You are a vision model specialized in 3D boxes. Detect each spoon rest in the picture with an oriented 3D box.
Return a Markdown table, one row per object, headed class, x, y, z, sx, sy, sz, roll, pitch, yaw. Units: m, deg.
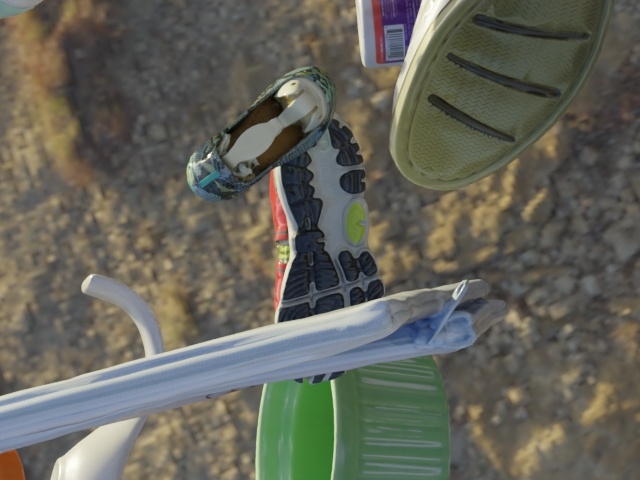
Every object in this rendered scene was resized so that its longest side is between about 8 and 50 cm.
| class | x | y | z | sx | sy | sz | roll | pitch | yaw |
| --- | --- | --- | --- | --- | --- | --- | --- | --- | --- |
| spoon rest | -0.191 | 0.173 | 1.546 | 0.137 | 0.084 | 0.276 | 152 | 126 | -73 |

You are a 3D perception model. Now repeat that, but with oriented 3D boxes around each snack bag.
| class | x | y | z | sx | sy | sz | roll | pitch | yaw |
| --- | --- | --- | --- | --- | --- | --- | --- | --- | --- |
| snack bag | -0.069 | 0.077 | 0.938 | 0.323 | 0.342 | 0.037 | -15 | 87 | 11 |

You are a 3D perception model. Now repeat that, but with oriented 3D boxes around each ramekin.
| class | x | y | z | sx | sy | sz | roll | pitch | yaw |
| --- | --- | --- | --- | --- | --- | --- | --- | --- | --- |
| ramekin | 0.037 | 0.245 | 2.014 | 0.303 | 0.148 | 0.303 | -175 | 90 | -72 |

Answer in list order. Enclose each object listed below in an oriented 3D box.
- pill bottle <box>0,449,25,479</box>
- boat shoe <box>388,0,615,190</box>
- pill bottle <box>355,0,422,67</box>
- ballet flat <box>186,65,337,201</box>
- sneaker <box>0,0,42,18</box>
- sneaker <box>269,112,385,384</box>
| class | x | y | z | sx | sy | sz | roll | pitch | yaw |
| --- | --- | --- | --- | --- | --- | --- | --- | --- | --- |
| pill bottle | -0.361 | 0.205 | 1.366 | 0.130 | 0.245 | 0.130 | -12 | 76 | 59 |
| boat shoe | 0.125 | -0.176 | 1.073 | 0.302 | 0.113 | 0.103 | -63 | 26 | 21 |
| pill bottle | 0.142 | -0.270 | 2.082 | 0.108 | 0.193 | 0.108 | 174 | 90 | -89 |
| ballet flat | -0.037 | -0.098 | 1.507 | 0.070 | 0.188 | 0.070 | 29 | 145 | 23 |
| sneaker | -0.345 | -0.315 | 1.582 | 0.151 | 0.094 | 0.256 | -15 | 100 | 58 |
| sneaker | 0.000 | 0.000 | 1.659 | 0.118 | 0.107 | 0.279 | -124 | 33 | -68 |
